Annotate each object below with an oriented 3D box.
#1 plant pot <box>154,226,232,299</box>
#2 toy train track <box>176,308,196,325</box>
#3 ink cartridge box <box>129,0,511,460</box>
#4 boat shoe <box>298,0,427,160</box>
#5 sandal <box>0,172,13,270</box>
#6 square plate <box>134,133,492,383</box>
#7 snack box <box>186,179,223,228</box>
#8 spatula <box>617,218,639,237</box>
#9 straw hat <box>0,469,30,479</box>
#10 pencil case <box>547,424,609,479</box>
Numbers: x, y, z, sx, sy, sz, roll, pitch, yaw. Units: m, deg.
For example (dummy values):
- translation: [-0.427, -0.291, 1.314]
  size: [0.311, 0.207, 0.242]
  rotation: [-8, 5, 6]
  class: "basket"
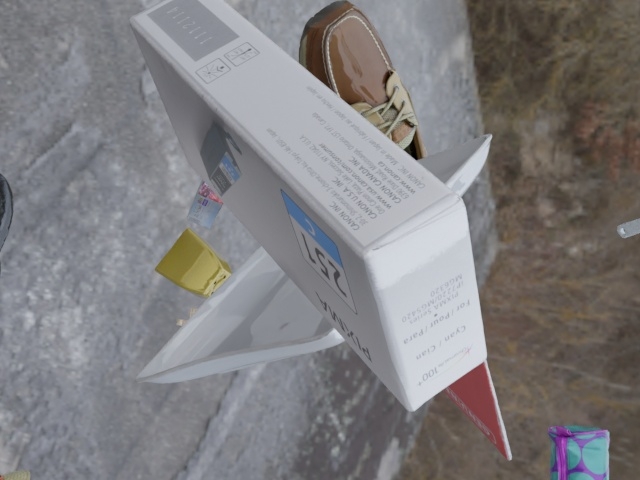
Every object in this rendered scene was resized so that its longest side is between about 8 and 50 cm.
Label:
- translation: [-0.181, 0.044, 1.499]
  size: [0.081, 0.083, 0.081]
  rotation: [-53, 160, -4]
  class: "plant pot"
- translation: [-0.184, 0.133, 1.567]
  size: [0.014, 0.083, 0.048]
  rotation: [153, -56, -78]
  class: "toy train track"
- translation: [0.000, 0.000, 0.666]
  size: [0.066, 0.296, 0.261]
  rotation: [-32, 137, -13]
  class: "ink cartridge box"
- translation: [0.075, -0.160, 1.283]
  size: [0.122, 0.120, 0.324]
  rotation: [-41, 138, -13]
  class: "boat shoe"
- translation: [-0.569, 0.104, 1.483]
  size: [0.107, 0.167, 0.446]
  rotation: [53, 52, -69]
  class: "sandal"
- translation: [-0.002, 0.034, 1.095]
  size: [0.049, 0.344, 0.347]
  rotation: [54, 50, -15]
  class: "square plate"
- translation: [-0.127, -0.079, 1.253]
  size: [0.141, 0.037, 0.100]
  rotation: [140, -28, -73]
  class: "snack box"
- translation: [0.426, 0.023, 1.100]
  size: [0.019, 0.242, 0.168]
  rotation: [-24, 87, -24]
  class: "spatula"
- translation: [-0.478, 0.335, 1.388]
  size: [0.144, 0.144, 0.061]
  rotation: [-39, 108, -52]
  class: "straw hat"
- translation: [0.265, 0.269, 1.042]
  size: [0.070, 0.064, 0.152]
  rotation: [7, 85, -41]
  class: "pencil case"
